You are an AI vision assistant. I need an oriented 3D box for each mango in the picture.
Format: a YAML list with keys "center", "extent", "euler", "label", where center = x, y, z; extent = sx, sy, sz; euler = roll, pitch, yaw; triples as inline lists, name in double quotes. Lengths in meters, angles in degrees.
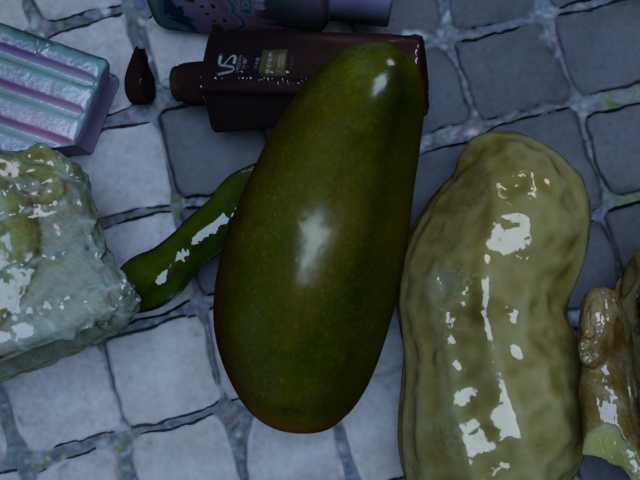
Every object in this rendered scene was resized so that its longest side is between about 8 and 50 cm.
- center: [0.001, 0.000, 0.670]
  extent: [0.129, 0.146, 0.289]
  euler: [21, 106, 13]
  label: "mango"

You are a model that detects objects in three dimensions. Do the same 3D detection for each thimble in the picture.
- center: [-0.234, 0.024, 0.691]
  extent: [0.190, 0.137, 0.144]
  euler: [-22, 82, 10]
  label: "thimble"

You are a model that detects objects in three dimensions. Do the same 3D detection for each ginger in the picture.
- center: [0.189, 0.097, 0.631]
  extent: [0.057, 0.044, 0.137]
  euler: [-3, 78, -19]
  label: "ginger"

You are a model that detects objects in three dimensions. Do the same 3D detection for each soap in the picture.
- center: [-0.247, -0.113, 0.752]
  extent: [0.149, 0.056, 0.100]
  euler: [18, 82, 1]
  label: "soap"

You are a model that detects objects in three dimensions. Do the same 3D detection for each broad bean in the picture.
- center: [-0.069, -0.018, 0.744]
  extent: [0.256, 0.053, 0.052]
  euler: [-38, 90, -4]
  label: "broad bean"

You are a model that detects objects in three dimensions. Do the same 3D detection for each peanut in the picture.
- center: [0.128, 0.066, 0.701]
  extent: [0.146, 0.147, 0.306]
  euler: [0, 79, 0]
  label: "peanut"

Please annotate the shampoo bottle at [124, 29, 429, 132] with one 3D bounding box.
- center: [-0.037, -0.125, 0.737]
  extent: [0.236, 0.067, 0.068]
  euler: [0, 46, 13]
  label: "shampoo bottle"

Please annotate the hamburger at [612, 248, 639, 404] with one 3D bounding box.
- center: [0.318, 0.085, 0.670]
  extent: [0.244, 0.163, 0.245]
  euler: [2, 74, -9]
  label: "hamburger"

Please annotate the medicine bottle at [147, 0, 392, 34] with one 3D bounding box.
- center: [-0.036, -0.213, 0.732]
  extent: [0.187, 0.119, 0.095]
  euler: [7, 74, 1]
  label: "medicine bottle"
